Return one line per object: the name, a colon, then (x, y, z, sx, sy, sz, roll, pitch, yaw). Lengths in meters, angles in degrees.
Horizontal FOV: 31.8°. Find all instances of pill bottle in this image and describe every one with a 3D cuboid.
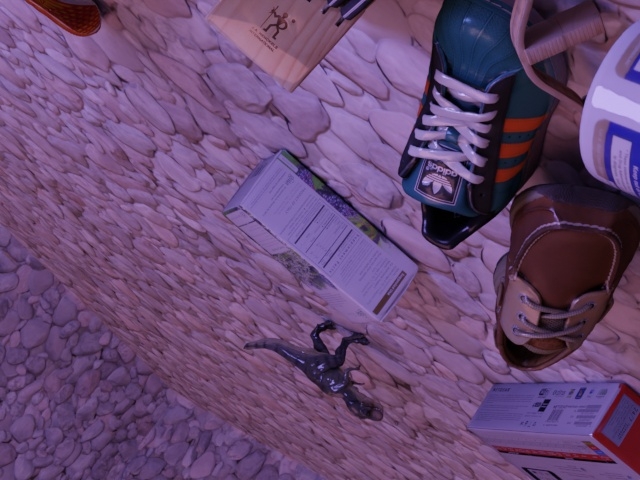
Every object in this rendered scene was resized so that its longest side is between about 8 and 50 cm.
pill bottle: (0.255, -0.053, 0.641, 0.187, 0.112, 0.112, 31, 163, 37)

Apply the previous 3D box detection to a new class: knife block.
knife block: (0.030, -0.238, 0.833, 0.088, 0.242, 0.275, 40, -153, -10)

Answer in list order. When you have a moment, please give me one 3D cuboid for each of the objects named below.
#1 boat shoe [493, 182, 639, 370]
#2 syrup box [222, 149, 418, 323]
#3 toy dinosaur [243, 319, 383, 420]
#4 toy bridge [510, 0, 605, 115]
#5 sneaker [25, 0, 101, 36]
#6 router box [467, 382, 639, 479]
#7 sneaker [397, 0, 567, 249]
boat shoe: (0.226, 0.048, 1.058, 0.123, 0.120, 0.324, 9, 161, 8)
syrup box: (0.000, 0.000, 1.434, 0.237, 0.096, 0.093, 39, 164, -12)
toy dinosaur: (0.008, 0.195, 1.877, 0.268, 0.118, 0.064, 29, 161, 22)
toy bridge: (0.170, -0.148, 0.803, 0.188, 0.063, 0.026, 55, -163, -45)
sneaker: (-0.341, -0.305, 1.350, 0.175, 0.064, 0.067, 44, 171, -14)
router box: (0.399, 0.313, 1.517, 0.301, 0.082, 0.335, 39, 162, -11)
sneaker: (0.127, -0.087, 0.937, 0.108, 0.121, 0.302, 29, 161, 21)
